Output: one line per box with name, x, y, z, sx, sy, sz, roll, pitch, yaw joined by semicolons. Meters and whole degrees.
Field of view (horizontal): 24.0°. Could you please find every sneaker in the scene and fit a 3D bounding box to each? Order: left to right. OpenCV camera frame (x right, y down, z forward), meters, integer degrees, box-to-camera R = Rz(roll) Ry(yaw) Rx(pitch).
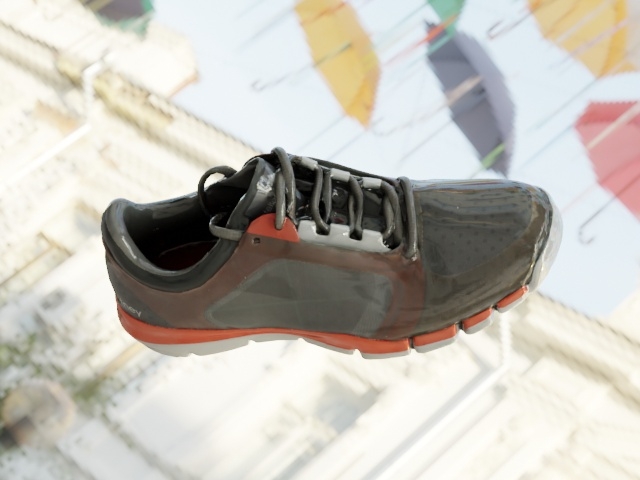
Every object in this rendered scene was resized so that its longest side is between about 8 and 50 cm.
sneaker;0.000;0.000;0.496;0.065;0.158;0.061;70;13;-48
